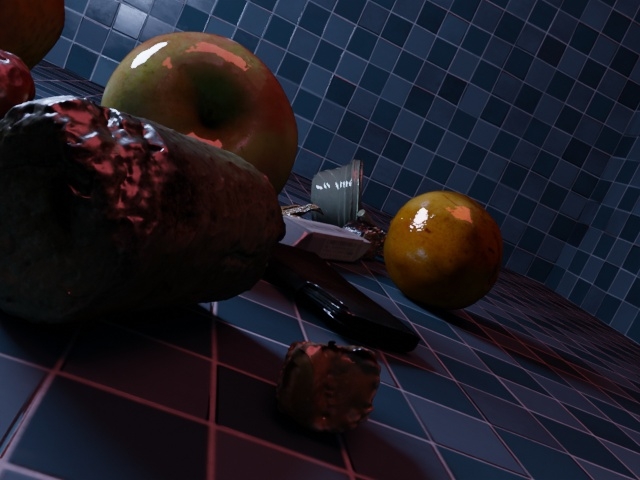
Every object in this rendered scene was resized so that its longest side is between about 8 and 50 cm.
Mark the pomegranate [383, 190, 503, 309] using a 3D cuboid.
[{"bbox_3d":[0.259,0.018,1.432,0.264,0.264,0.264,25,9,-4],"label":"pomegranate"}]

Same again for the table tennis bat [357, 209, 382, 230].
[{"bbox_3d":[0.178,0.006,1.780,0.246,0.022,0.138,46,-6,-28],"label":"table tennis bat"}]

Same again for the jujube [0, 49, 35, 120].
[{"bbox_3d":[-0.535,-0.219,0.963,0.230,0.155,0.155,13,14,-30],"label":"jujube"}]

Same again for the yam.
[{"bbox_3d":[-0.177,-0.021,0.648,0.195,0.195,0.300,28,7,18],"label":"yam"}]

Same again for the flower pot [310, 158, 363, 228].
[{"bbox_3d":[0.047,-0.115,1.850,0.140,0.236,0.235,3,7,5],"label":"flower pot"}]

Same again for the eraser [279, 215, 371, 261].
[{"bbox_3d":[0.000,0.000,1.431,0.089,0.061,0.352,30,10,26],"label":"eraser"}]

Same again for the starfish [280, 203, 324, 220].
[{"bbox_3d":[-0.112,-0.066,1.547,0.237,0.057,0.213,9,11,5],"label":"starfish"}]

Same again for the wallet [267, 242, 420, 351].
[{"bbox_3d":[0.005,0.075,1.056,0.172,0.045,0.318,22,8,-39],"label":"wallet"}]

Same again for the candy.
[{"bbox_3d":[0.008,0.129,0.622,0.095,0.085,0.110,18,-1,-5],"label":"candy"}]

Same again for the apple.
[{"bbox_3d":[-0.197,-0.167,1.085,0.319,0.319,0.277,22,-11,-21],"label":"apple"}]

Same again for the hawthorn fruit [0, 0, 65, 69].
[{"bbox_3d":[-0.743,-0.514,1.333,0.471,0.472,0.472,25,9,-4],"label":"hawthorn fruit"}]

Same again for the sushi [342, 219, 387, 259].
[{"bbox_3d":[0.106,-0.002,1.659,0.078,0.091,0.150,35,10,28],"label":"sushi"}]
